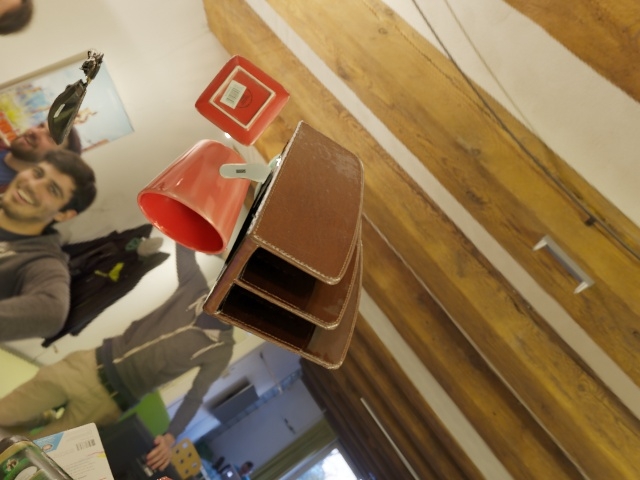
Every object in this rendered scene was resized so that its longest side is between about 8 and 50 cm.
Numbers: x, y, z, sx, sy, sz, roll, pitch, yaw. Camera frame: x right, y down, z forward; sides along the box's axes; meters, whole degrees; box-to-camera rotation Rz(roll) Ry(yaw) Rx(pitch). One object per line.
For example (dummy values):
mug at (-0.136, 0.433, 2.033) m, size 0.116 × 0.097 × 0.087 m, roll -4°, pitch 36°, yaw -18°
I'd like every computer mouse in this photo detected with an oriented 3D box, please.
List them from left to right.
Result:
computer mouse at (-0.650, -0.388, 1.260) m, size 0.060 × 0.262 × 0.184 m, roll 25°, pitch 27°, yaw -26°

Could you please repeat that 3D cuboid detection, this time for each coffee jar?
coffee jar at (-0.410, 0.361, 0.694) m, size 0.184 × 0.079 × 0.096 m, roll 17°, pitch -41°, yaw 32°

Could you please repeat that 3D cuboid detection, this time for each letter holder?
letter holder at (0.000, 0.000, 0.693) m, size 0.214 × 0.302 × 0.152 m, roll 29°, pitch -52°, yaw -11°

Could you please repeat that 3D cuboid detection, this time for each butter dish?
butter dish at (-0.171, -0.301, 1.082) m, size 0.159 × 0.160 × 0.118 m, roll 37°, pitch -5°, yaw 0°

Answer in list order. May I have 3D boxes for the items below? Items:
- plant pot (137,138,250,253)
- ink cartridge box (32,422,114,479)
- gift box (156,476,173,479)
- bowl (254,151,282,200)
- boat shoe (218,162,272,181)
plant pot at (-0.336, -0.136, 1.369) m, size 0.274 × 0.243 × 0.275 m, roll 20°, pitch -29°, yaw 12°
ink cartridge box at (-0.417, 0.412, 0.815) m, size 0.181 × 0.104 × 0.062 m, roll 41°, pitch -53°, yaw 42°
gift box at (-0.372, 0.711, 1.044) m, size 0.255 × 0.258 × 0.276 m, roll 14°, pitch -7°, yaw 22°
bowl at (-0.111, -0.147, 1.709) m, size 0.163 × 0.311 × 0.312 m, roll -15°, pitch -73°, yaw 52°
boat shoe at (-0.192, -0.182, 1.251) m, size 0.040 × 0.142 × 0.049 m, roll -115°, pitch -151°, yaw -73°
